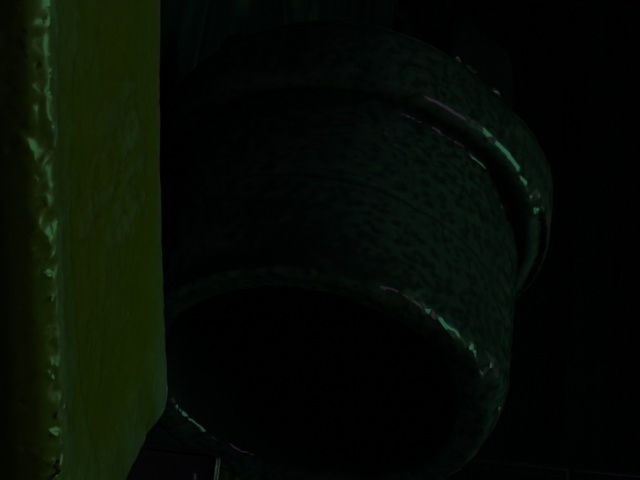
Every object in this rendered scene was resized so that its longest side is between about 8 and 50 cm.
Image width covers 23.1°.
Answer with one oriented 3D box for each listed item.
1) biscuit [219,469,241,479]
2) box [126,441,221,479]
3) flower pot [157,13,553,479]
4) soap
[{"bbox_3d":[-0.092,0.306,1.437,0.289,0.044,0.202,-67,162,-76],"label":"biscuit"},{"bbox_3d":[-0.106,0.160,1.000,0.063,0.084,0.060,91,5,-79],"label":"box"},{"bbox_3d":[0.000,0.000,1.066,0.299,0.299,0.283,88,13,-49],"label":"flower pot"},{"bbox_3d":[-0.126,-0.024,0.663,0.199,0.091,0.315,-67,160,-66],"label":"soap"}]
